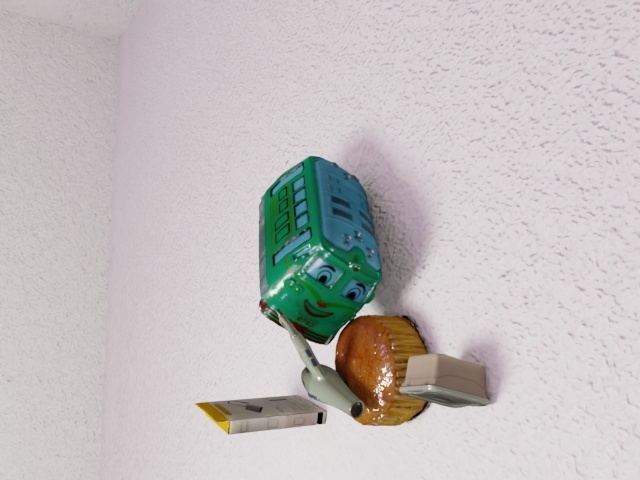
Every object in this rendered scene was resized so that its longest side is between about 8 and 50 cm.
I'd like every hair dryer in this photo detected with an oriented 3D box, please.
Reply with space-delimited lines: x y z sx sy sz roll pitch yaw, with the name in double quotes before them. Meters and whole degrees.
"hair dryer" 0.004 0.214 1.074 0.167 0.067 0.199 31 150 46

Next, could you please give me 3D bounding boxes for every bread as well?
"bread" 0.101 0.227 1.136 0.199 0.104 0.199 -20 66 55

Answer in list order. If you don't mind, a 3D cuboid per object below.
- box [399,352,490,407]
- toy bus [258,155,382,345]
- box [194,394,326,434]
"box" 0.192 0.216 0.987 0.089 0.122 0.062 -25 52 54
"toy bus" 0.000 0.000 1.213 0.199 0.184 0.343 -44 31 27
"box" -0.125 0.359 1.332 0.129 0.247 0.033 10 95 59
